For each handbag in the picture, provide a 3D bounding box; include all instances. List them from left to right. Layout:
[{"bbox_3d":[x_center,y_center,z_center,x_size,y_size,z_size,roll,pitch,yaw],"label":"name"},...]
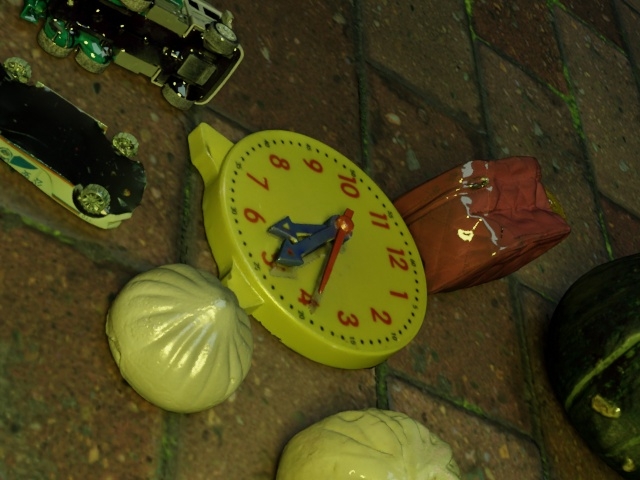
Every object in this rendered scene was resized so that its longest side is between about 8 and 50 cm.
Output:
[{"bbox_3d":[0.193,-0.024,1.313,0.225,0.146,0.135,-10,73,-51],"label":"handbag"}]

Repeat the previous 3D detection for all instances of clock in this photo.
[{"bbox_3d":[0.004,-0.002,1.148,0.293,0.071,0.277,11,52,-43],"label":"clock"}]

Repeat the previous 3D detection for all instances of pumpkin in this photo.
[{"bbox_3d":[0.422,0.163,1.315,0.323,0.241,0.323,31,26,-16],"label":"pumpkin"}]

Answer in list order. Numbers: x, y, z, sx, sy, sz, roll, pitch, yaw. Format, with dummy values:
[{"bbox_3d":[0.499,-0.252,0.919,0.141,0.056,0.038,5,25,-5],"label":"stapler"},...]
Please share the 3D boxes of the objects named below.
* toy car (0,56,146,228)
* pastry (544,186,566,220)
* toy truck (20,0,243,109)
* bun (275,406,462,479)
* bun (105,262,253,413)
[{"bbox_3d":[-0.245,-0.090,0.969,0.205,0.056,0.095,34,39,-16],"label":"toy car"},{"bbox_3d":[0.287,-0.037,1.503,0.097,0.057,0.109,47,33,3],"label":"pastry"},{"bbox_3d":[-0.189,-0.232,1.115,0.216,0.110,0.116,22,34,-33],"label":"toy truck"},{"bbox_3d":[0.059,0.241,0.952,0.178,0.128,0.193,18,49,-39],"label":"bun"},{"bbox_3d":[-0.108,0.074,0.945,0.138,0.094,0.138,32,38,-29],"label":"bun"}]
